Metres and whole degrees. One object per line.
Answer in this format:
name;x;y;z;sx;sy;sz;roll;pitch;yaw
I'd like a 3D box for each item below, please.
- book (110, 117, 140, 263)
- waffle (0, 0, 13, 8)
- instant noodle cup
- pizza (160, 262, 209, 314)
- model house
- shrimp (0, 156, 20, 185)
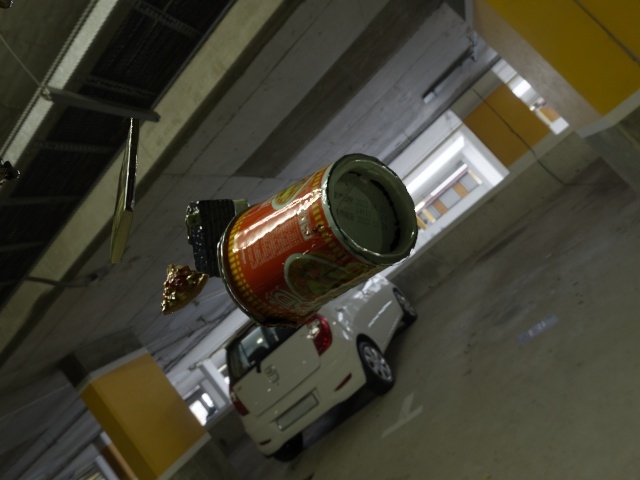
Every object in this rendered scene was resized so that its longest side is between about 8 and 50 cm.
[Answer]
book;-0.357;-0.092;0.766;0.024;0.228;0.160;9;-40;-29
waffle;-0.314;-0.229;0.272;0.301;0.058;0.281;-39;15;42
instant noodle cup;0.000;0.000;0.520;0.193;0.193;0.212;-34;3;-40
pizza;-0.212;0.062;0.611;0.083;0.078;0.025;-45;-27;-8
model house;-0.272;-0.001;1.025;0.170;0.193;0.211;-3;5;7
shrimp;-0.342;-0.007;0.365;0.254;0.145;0.059;2;1;31
